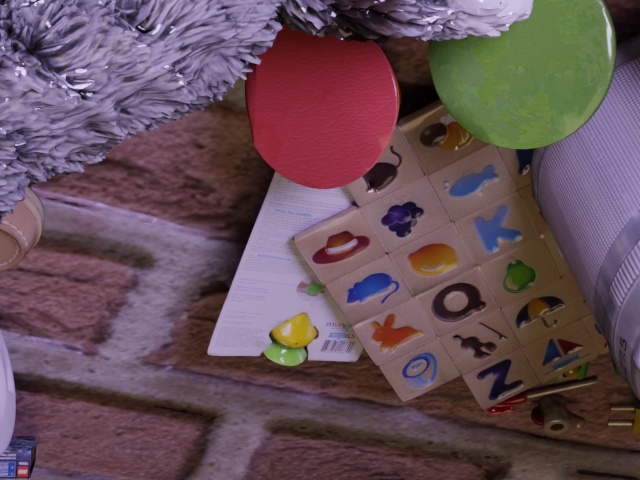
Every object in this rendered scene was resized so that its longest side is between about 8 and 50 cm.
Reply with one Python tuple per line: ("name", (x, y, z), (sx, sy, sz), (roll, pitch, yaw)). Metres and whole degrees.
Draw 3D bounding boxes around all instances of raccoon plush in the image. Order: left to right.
("raccoon plush", (-0.114, -0.090, 0.961), (0.446, 0.299, 0.216), (1, 151, 17))

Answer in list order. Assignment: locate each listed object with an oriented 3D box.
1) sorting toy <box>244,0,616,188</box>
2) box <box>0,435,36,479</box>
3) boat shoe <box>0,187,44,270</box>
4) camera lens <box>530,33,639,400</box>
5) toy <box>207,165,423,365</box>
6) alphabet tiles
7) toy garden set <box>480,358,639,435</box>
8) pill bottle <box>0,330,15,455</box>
("sorting toy", (0.132, -0.124, 1.128), (0.365, 0.127, 0.126), (-12, -178, 27))
("box", (-0.307, 0.196, 1.500), (0.094, 0.027, 0.137), (2, 179, -7))
("boat shoe", (-0.380, -0.009, 1.240), (0.341, 0.110, 0.122), (7, 139, -14))
("camera lens", (0.285, -0.005, 1.166), (0.219, 0.274, 0.219), (-9, 133, -10))
("toy", (0.000, 0.000, 1.326), (0.137, 0.056, 0.237), (5, 128, -22))
("alphabet tiles", (0.150, 0.005, 1.332), (0.285, 0.011, 0.342), (-27, 133, 7))
("toy garden set", (0.260, 0.127, 1.516), (0.244, 0.049, 0.204), (-4, 140, -1))
("pill bottle", (-0.408, 0.138, 1.384), (0.272, 0.152, 0.152), (-13, 140, 11))
